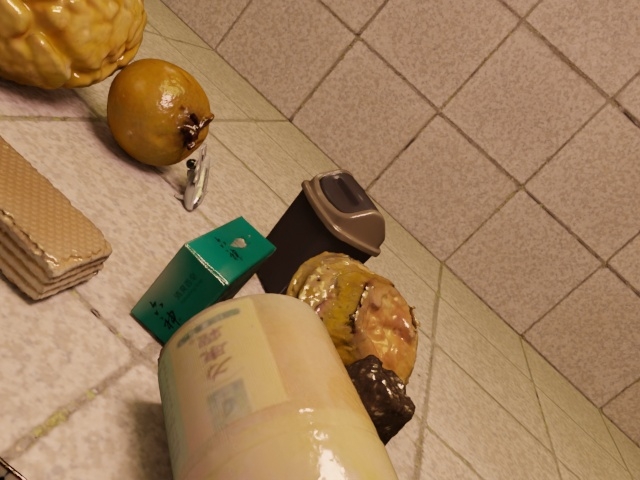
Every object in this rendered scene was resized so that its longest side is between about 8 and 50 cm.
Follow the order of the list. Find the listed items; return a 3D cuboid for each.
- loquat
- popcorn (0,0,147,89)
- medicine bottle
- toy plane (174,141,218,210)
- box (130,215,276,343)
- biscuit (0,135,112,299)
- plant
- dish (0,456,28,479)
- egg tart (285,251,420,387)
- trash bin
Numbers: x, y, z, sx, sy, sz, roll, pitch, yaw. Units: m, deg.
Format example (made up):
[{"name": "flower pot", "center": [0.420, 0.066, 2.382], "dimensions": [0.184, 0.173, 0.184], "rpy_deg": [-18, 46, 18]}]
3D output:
[{"name": "loquat", "center": [-0.347, -0.276, 1.239], "dimensions": [0.244, 0.244, 0.244], "rpy_deg": [38, 18, -15]}, {"name": "popcorn", "center": [-0.551, -0.464, 1.125], "dimensions": [0.390, 0.344, 0.354], "rpy_deg": [56, 40, -60]}, {"name": "medicine bottle", "center": [-0.036, 0.276, 0.619], "dimensions": [0.235, 0.236, 0.406], "rpy_deg": [28, 22, -38]}, {"name": "toy plane", "center": [-0.280, -0.138, 1.290], "dimensions": [0.065, 0.162, 0.171], "rpy_deg": [16, 54, 2]}, {"name": "box", "center": [-0.183, 0.060, 0.941], "dimensions": [0.092, 0.153, 0.245], "rpy_deg": [43, 16, 1]}, {"name": "biscuit", "center": [-0.485, -0.096, 0.783], "dimensions": [0.426, 0.078, 0.144], "rpy_deg": [43, 18, 4]}, {"name": "plant", "center": [0.041, 0.273, 0.875], "dimensions": [0.132, 0.194, 0.129], "rpy_deg": [45, 16, -34]}, {"name": "dish", "center": [-0.308, 0.233, 0.418], "dimensions": [0.190, 0.066, 0.191], "rpy_deg": [36, 18, -14]}, {"name": "egg tart", "center": [0.080, 0.179, 1.058], "dimensions": [0.352, 0.150, 0.352], "rpy_deg": [22, 58, -40]}, {"name": "trash bin", "center": [0.000, 0.000, 1.241], "dimensions": [0.182, 0.290, 0.209], "rpy_deg": [26, 23, -40]}]
